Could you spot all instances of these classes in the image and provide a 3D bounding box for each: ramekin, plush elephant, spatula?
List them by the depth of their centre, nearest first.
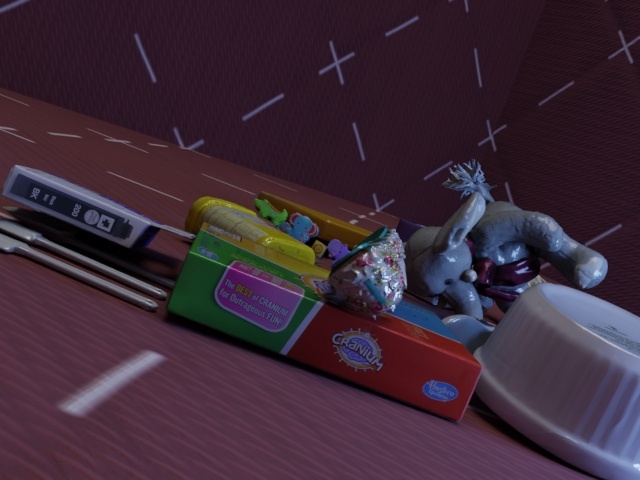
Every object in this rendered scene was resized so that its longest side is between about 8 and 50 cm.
[{"bbox_3d":[-0.261,0.014,0.933,0.242,0.019,0.168,22,6,7],"label":"spatula"},{"bbox_3d":[0.312,0.151,0.979,0.272,0.127,0.273,22,14,-6],"label":"ramekin"},{"bbox_3d":[0.248,0.043,1.419,0.330,0.255,0.272,54,-31,9],"label":"plush elephant"}]

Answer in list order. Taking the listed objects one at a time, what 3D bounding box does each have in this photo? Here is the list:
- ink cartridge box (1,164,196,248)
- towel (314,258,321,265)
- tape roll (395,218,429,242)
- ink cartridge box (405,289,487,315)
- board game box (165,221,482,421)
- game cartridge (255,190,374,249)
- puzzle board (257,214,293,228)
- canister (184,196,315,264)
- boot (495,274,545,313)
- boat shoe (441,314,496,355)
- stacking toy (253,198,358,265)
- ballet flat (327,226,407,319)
[{"bbox_3d":[-0.254,-0.027,1.042,0.208,0.045,0.206,22,-2,-6],"label":"ink cartridge box"},{"bbox_3d":[-0.041,0.028,1.537,0.060,0.009,0.083,27,8,35],"label":"towel"},{"bbox_3d":[0.227,0.025,1.648,0.189,0.080,0.189,19,5,-2],"label":"tape roll"},{"bbox_3d":[0.205,0.077,1.734,0.181,0.056,0.224,15,11,-46],"label":"ink cartridge box"},{"bbox_3d":[-0.002,0.080,0.963,0.316,0.064,0.242,22,6,-8],"label":"board game box"},{"bbox_3d":[0.044,-0.015,1.868,0.285,0.053,0.323,19,5,-30],"label":"game cartridge"},{"bbox_3d":[-0.104,-0.036,1.861,0.096,0.011,0.128,24,7,35],"label":"puzzle board"},{"bbox_3d":[-0.103,0.003,1.278,0.126,0.073,0.170,17,9,-46],"label":"canister"},{"bbox_3d":[0.457,0.134,1.686,0.203,0.095,0.262,19,25,-19],"label":"boot"},{"bbox_3d":[0.196,0.135,1.218,0.083,0.065,0.183,15,-2,44],"label":"boat shoe"},{"bbox_3d":[0.000,0.000,1.414,0.221,0.052,0.167,34,-4,9],"label":"stacking toy"},{"bbox_3d":[0.057,0.039,0.941,0.077,0.091,0.241,53,12,1],"label":"ballet flat"}]
